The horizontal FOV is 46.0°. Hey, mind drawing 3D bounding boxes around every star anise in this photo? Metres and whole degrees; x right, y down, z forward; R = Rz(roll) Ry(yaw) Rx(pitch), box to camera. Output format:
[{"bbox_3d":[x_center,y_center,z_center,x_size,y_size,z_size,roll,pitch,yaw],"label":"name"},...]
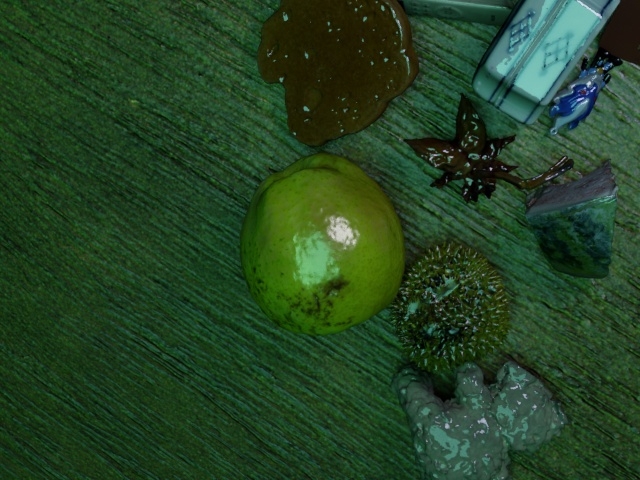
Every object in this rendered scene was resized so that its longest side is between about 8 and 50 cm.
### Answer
[{"bbox_3d":[0.351,-0.178,1.578,0.346,0.148,0.238,14,110,22],"label":"star anise"}]

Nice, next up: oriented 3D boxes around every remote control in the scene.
[{"bbox_3d":[0.246,-0.489,1.553,0.309,0.090,0.038,11,87,12],"label":"remote control"}]

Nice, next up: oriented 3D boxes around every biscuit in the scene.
[{"bbox_3d":[0.025,-0.379,1.620,0.359,0.074,0.381,36,128,14],"label":"biscuit"}]

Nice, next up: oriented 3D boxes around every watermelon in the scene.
[{"bbox_3d":[0.537,-0.041,1.544,0.193,0.310,0.232,-22,60,19],"label":"watermelon"}]

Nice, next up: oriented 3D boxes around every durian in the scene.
[{"bbox_3d":[0.288,0.156,1.655,0.291,0.224,0.291,-7,68,18],"label":"durian"}]

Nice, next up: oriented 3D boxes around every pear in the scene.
[{"bbox_3d":[0.000,0.000,1.611,0.390,0.391,0.391,4,106,14],"label":"pear"}]

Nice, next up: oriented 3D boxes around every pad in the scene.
[{"bbox_3d":[0.680,-0.373,1.436,0.267,0.181,0.004,22,70,9],"label":"pad"}]

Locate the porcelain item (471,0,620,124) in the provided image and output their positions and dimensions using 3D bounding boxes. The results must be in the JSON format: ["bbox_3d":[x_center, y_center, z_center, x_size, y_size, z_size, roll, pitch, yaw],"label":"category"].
[{"bbox_3d":[0.420,-0.375,1.430,0.157,0.286,0.281,36,112,6],"label":"porcelain item"}]

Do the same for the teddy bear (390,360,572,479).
[{"bbox_3d":[0.377,0.430,1.731,0.367,0.224,0.358,-18,98,4],"label":"teddy bear"}]

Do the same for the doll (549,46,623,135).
[{"bbox_3d":[0.532,-0.298,1.539,0.096,0.070,0.195,26,109,-25],"label":"doll"}]
